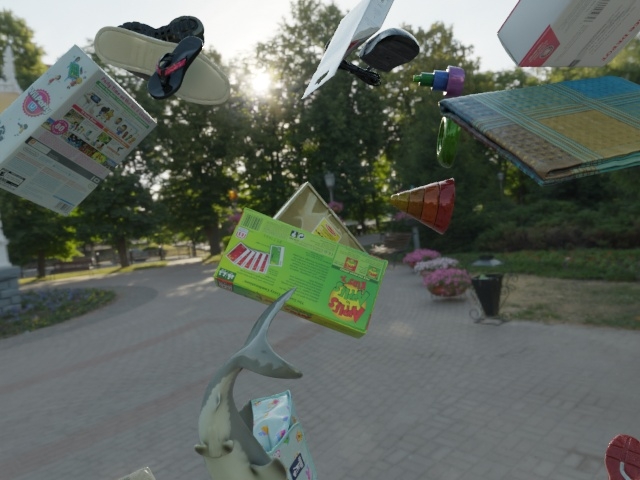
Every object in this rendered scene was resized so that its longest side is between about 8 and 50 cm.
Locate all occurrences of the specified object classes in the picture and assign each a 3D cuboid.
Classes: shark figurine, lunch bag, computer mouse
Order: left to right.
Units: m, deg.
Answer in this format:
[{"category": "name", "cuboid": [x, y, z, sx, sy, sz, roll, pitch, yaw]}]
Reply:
[{"category": "shark figurine", "cuboid": [-0.079, 0.189, 0.498, 0.166, 0.278, 0.116, -3, 21, 9]}, {"category": "lunch bag", "cuboid": [-0.110, 0.584, 1.303, 0.160, 0.223, 0.262, -16, 15, -4]}, {"category": "computer mouse", "cuboid": [0.117, -0.468, 1.140, 0.184, 0.060, 0.262, 19, -7, -17]}]

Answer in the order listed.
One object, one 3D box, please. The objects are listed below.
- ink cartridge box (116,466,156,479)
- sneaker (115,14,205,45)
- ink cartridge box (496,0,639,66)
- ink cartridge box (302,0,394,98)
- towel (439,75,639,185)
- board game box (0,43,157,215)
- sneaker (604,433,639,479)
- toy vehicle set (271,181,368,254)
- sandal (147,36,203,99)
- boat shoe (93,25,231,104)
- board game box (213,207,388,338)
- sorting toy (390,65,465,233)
[{"category": "ink cartridge box", "cuboid": [-0.426, 0.589, 0.919, 0.234, 0.193, 0.088, -14, 21, -37]}, {"category": "sneaker", "cuboid": [-0.452, -0.547, 1.323, 0.267, 0.101, 0.106, -10, -11, -8]}, {"category": "ink cartridge box", "cuboid": [0.571, -0.495, 1.035, 0.283, 0.117, 0.207, -9, -27, -23]}, {"category": "ink cartridge box", "cuboid": [0.057, -0.408, 1.016, 0.056, 0.225, 0.181, 27, -10, -20]}, {"category": "towel", "cuboid": [0.414, -0.188, 0.751, 0.370, 0.040, 0.271, -13, 39, -15]}, {"category": "board game box", "cuboid": [-0.532, -0.220, 1.005, 0.303, 0.097, 0.224, -45, -18, -3]}, {"category": "sneaker", "cuboid": [0.712, 0.585, 1.130, 0.087, 0.128, 0.221, 16, 46, 30]}, {"category": "toy vehicle set", "cuboid": [0.000, 0.000, 1.231, 0.035, 0.267, 0.166, -20, 25, 51]}, {"category": "sandal", "cuboid": [-0.301, -0.362, 0.966, 0.067, 0.179, 0.040, 18, -23, 11]}, {"category": "boat shoe", "cuboid": [-0.363, -0.414, 1.133, 0.324, 0.117, 0.097, 19, 13, -5]}, {"category": "board game box", "cuboid": [-0.022, 0.039, 0.559, 0.181, 0.092, 0.043, 20, -21, 0]}, {"category": "sorting toy", "cuboid": [0.225, -0.200, 1.012, 0.126, 0.366, 0.127, 7, -6, 5]}]
